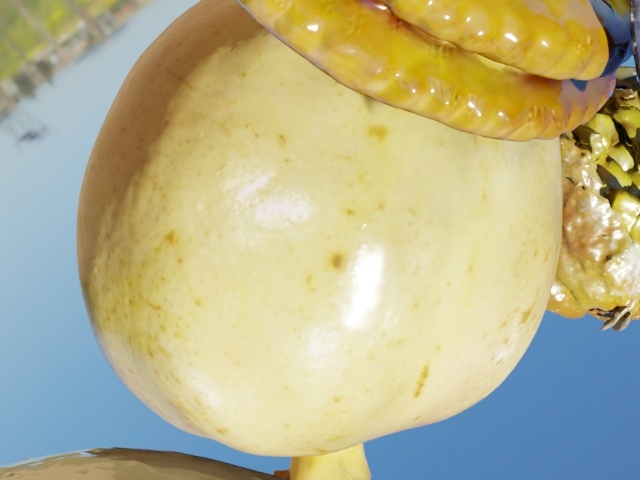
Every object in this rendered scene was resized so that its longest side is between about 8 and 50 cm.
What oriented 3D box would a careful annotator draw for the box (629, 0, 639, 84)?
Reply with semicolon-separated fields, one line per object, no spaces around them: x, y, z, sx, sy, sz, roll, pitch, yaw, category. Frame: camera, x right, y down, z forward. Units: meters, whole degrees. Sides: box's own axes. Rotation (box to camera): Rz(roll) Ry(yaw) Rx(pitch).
0.199;-0.077;0.568;0.135;0.151;0.151;-24;178;-42;box

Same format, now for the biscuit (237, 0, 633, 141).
0.031;-0.130;0.639;0.066;0.220;0.220;-47;-178;34;biscuit

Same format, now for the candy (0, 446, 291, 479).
-0.037;0.168;0.558;0.295;0.295;0.185;-26;-150;50;candy

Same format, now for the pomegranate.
0.000;0.000;1.035;0.319;0.319;0.319;-36;-170;7;pomegranate

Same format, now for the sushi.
0.207;-0.059;1.363;0.179;0.296;0.167;-33;179;28;sushi
